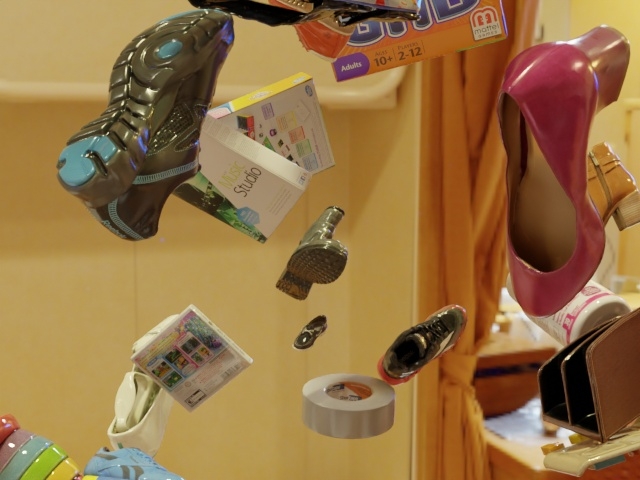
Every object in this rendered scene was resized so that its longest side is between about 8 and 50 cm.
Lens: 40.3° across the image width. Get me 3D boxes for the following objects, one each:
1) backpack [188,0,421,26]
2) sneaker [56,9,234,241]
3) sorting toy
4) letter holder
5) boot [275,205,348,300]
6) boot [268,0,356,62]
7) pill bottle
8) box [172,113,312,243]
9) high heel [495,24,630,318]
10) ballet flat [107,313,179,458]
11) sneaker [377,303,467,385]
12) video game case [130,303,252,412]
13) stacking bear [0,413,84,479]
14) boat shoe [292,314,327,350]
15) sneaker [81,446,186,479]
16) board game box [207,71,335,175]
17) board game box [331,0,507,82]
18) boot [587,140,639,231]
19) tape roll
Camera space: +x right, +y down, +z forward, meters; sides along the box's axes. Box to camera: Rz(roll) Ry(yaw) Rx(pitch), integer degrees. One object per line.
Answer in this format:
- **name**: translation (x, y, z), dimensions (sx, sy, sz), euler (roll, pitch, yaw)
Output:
- **backpack**: translation (0.005, -0.354, 1.014), dimensions (0.276, 0.213, 0.263), euler (-11, 38, -37)
- **sneaker**: translation (-0.199, -0.155, 1.095), dimensions (0.125, 0.140, 0.341), euler (8, 55, 32)
- **sorting toy**: translation (0.557, 0.407, 1.718), dimensions (0.229, 0.041, 0.307), euler (-20, -8, -7)
- **letter holder**: translation (0.590, 0.227, 1.757), dimensions (0.301, 0.214, 0.152), euler (-24, 20, -30)
- **boot**: translation (0.000, 0.000, 1.540), dimensions (0.083, 0.161, 0.246), euler (30, -25, -10)
- **boot**: translation (-0.027, -0.350, 1.409), dimensions (0.158, 0.085, 0.059), euler (31, 41, 5)
- **pill bottle**: translation (0.561, 0.143, 2.001), dimensions (0.160, 0.160, 0.283), euler (-3, 23, -24)
- **box**: translation (-0.207, -0.138, 1.813), dimensions (0.322, 0.058, 0.232), euler (30, -39, -8)
- **high heel**: translation (0.222, -0.040, 0.941), dimensions (0.181, 0.377, 0.127), euler (-29, 42, -34)
- **ballet flat**: translation (-0.387, 0.308, 1.986), dimensions (0.139, 0.139, 0.400), euler (2, 50, 11)
- **sneaker**: translation (0.260, 0.244, 2.129), dimensions (0.276, 0.098, 0.135), euler (-36, -16, -17)
- **video game case**: translation (-0.217, 0.200, 1.466), dimensions (0.157, 0.143, 0.019), euler (-40, 14, 22)
- **stacking bear**: translation (-0.495, 0.456, 1.568), dimensions (0.289, 0.175, 0.164), euler (34, 27, 3)
- **boat shoe**: translation (-0.022, 0.206, 1.953), dimensions (0.046, 0.038, 0.125), euler (24, 31, 25)
- **sneaker**: translation (-0.280, 0.355, 1.350), dimensions (0.209, 0.069, 0.082), euler (-3, 48, 32)
- **board game box**: translation (-0.139, -0.229, 2.072), dimensions (0.316, 0.242, 0.064), euler (-25, 32, -15)
- **board game box**: translation (0.174, -0.586, 1.833), dimensions (0.356, 0.356, 0.356), euler (-12, 22, 15)
- **boot**: translation (0.427, -0.069, 1.442), dimensions (0.197, 0.152, 0.073), euler (-21, -11, -14)
- **tape roll**: translation (0.065, 0.383, 2.035), dimensions (0.219, 0.072, 0.219), euler (1, 14, 0)
